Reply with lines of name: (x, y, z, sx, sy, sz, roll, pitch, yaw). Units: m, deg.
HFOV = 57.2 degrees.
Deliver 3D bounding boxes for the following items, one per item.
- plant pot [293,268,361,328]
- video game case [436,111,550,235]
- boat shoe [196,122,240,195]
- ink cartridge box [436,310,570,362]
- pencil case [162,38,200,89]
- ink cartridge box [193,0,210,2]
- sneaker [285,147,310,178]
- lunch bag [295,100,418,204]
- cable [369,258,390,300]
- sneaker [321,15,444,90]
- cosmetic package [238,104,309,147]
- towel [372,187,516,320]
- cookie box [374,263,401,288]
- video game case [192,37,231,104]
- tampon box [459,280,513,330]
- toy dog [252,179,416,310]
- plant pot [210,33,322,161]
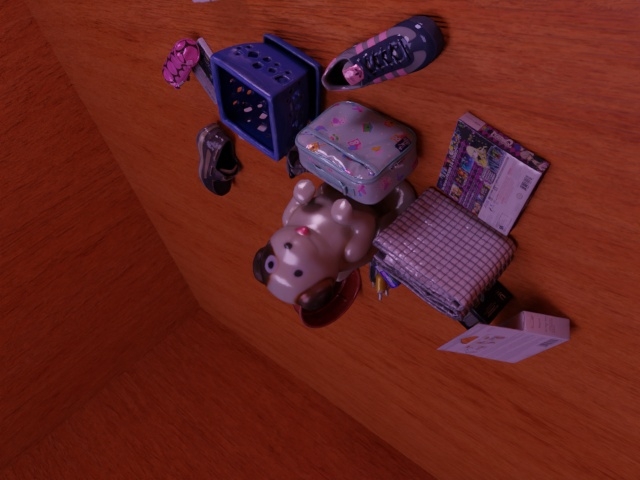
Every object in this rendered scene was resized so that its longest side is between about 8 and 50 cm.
plant pot: (-0.041, 0.134, 2.144, 0.265, 0.273, 0.272, 39, 154, 38)
video game case: (0.372, -0.142, 1.306, 0.210, 0.042, 0.232, 39, 153, 21)
boat shoe: (-0.385, -0.281, 2.239, 0.130, 0.132, 0.355, 38, 154, 23)
ink cartridge box: (0.466, 0.248, 1.532, 0.239, 0.060, 0.275, 12, 154, -7)
pencil case: (-0.457, -0.579, 1.934, 0.209, 0.095, 0.098, 162, 105, -65)
ink cartridge box: (-0.297, -0.704, 1.577, 0.180, 0.060, 0.104, 20, 143, 46)
sneaker: (-0.025, -0.206, 1.755, 0.229, 0.132, 0.086, 42, 154, 16)
lunch bag: (0.088, -0.219, 1.445, 0.279, 0.224, 0.107, 34, 152, 31)
cable: (0.191, 0.037, 1.832, 0.072, 0.139, 0.287, 6, 119, 14)
sneaker: (0.125, -0.381, 1.264, 0.319, 0.131, 0.112, -2, 124, 59)
cosmetic package: (-0.151, -0.347, 1.781, 0.231, 0.117, 0.085, 25, 144, 43)
towel: (0.299, 0.034, 1.453, 0.284, 0.235, 0.121, 36, 158, 27)
cookie box: (0.230, 0.075, 1.768, 0.091, 0.107, 0.040, 51, 153, -6)
video game case: (-0.369, -0.558, 1.951, 0.190, 0.022, 0.173, 56, 155, -14)
tampon box: (0.401, 0.145, 1.571, 0.161, 0.120, 0.101, 46, 154, 8)
toy dog: (0.000, 0.000, 1.572, 0.285, 0.408, 0.395, 36, 137, 15)
plant pot: (-0.127, -0.394, 1.561, 0.236, 0.212, 0.235, 39, 153, 23)
